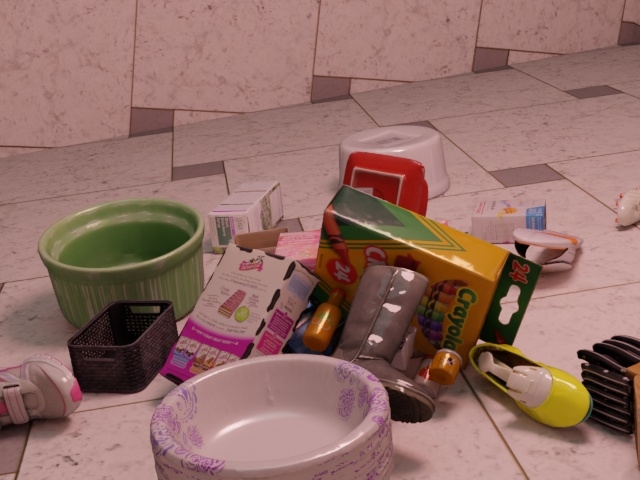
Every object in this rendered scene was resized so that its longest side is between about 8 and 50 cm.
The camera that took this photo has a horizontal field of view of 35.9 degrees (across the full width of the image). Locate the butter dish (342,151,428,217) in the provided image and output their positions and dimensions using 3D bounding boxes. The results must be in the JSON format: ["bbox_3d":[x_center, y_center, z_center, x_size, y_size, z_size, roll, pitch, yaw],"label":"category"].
[{"bbox_3d":[0.119,-0.056,1.608,0.159,0.160,0.118,13,7,39],"label":"butter dish"}]

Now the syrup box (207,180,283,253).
[{"bbox_3d":[-0.163,-0.055,2.191,0.096,0.093,0.237,0,20,17],"label":"syrup box"}]

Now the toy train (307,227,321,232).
[{"bbox_3d":[0.000,0.000,1.876,0.143,0.105,0.248,-7,-11,38],"label":"toy train"}]

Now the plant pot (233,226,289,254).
[{"bbox_3d":[-0.106,0.043,1.889,0.109,0.096,0.109,-8,19,-3],"label":"plant pot"}]

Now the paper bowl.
[{"bbox_3d":[-0.053,0.258,1.179,0.284,0.148,0.284,-6,19,2],"label":"paper bowl"}]

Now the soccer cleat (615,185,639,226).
[{"bbox_3d":[0.665,-0.076,2.024,0.076,0.068,0.196,11,23,35],"label":"soccer cleat"}]

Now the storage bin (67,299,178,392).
[{"bbox_3d":[-0.319,0.171,1.617,0.122,0.084,0.180,-1,19,16],"label":"storage bin"}]

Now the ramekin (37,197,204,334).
[{"bbox_3d":[-0.358,0.048,1.836,0.303,0.148,0.303,-4,26,2],"label":"ramekin"}]

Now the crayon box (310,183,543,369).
[{"bbox_3d":[0.149,0.065,1.473,0.318,0.202,0.081,22,45,14],"label":"crayon box"}]

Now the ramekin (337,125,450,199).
[{"bbox_3d":[0.173,-0.188,2.399,0.277,0.135,0.277,-6,19,2],"label":"ramekin"}]

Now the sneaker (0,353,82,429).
[{"bbox_3d":[-0.472,0.239,1.469,0.252,0.103,0.111,-5,22,24],"label":"sneaker"}]

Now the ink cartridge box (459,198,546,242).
[{"bbox_3d":[0.368,-0.040,2.020,0.181,0.062,0.104,-2,20,15],"label":"ink cartridge box"}]

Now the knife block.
[{"bbox_3d":[0.471,0.197,1.270,0.275,0.088,0.242,-2,20,16],"label":"knife block"}]

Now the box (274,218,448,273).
[{"bbox_3d":[0.078,0.065,1.683,0.299,0.154,0.142,-4,19,5],"label":"box"}]

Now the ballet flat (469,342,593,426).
[{"bbox_3d":[0.276,0.192,1.355,0.077,0.077,0.231,23,3,-23],"label":"ballet flat"}]

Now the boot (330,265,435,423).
[{"bbox_3d":[0.102,0.134,1.338,0.189,0.076,0.208,16,48,25],"label":"boot"}]

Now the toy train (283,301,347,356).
[{"bbox_3d":[-0.034,0.152,1.555,0.105,0.080,0.184,33,52,28],"label":"toy train"}]

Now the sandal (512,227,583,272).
[{"bbox_3d":[0.427,0.024,1.822,0.101,0.076,0.265,15,6,28],"label":"sandal"}]

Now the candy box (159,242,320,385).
[{"bbox_3d":[-0.122,0.130,1.487,0.159,0.071,0.233,13,70,44],"label":"candy box"}]

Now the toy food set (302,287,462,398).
[{"bbox_3d":[0.103,0.151,1.443,0.232,0.111,0.105,9,49,23],"label":"toy food set"}]
